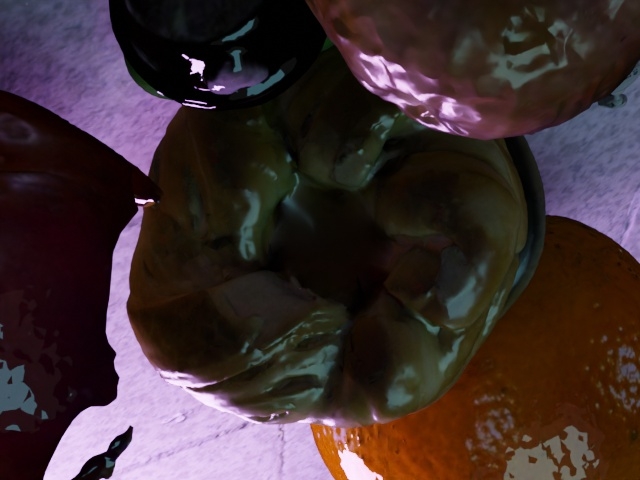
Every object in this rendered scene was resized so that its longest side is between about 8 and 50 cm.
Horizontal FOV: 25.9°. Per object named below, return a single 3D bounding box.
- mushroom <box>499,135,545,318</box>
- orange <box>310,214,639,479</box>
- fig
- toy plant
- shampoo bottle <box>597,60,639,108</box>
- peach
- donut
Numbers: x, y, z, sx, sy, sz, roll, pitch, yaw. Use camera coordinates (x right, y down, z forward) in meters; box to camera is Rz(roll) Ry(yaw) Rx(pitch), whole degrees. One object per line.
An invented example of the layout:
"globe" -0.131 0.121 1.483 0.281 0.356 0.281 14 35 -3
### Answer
"mushroom" 0.098 0.000 1.381 0.292 0.217 0.212 -38 178 6
"orange" 0.189 0.142 1.556 0.424 0.424 0.326 -17 108 -19
"fig" 0.101 -0.209 1.034 0.286 0.286 0.368 -23 -179 -11
"toy plant" -0.065 -0.190 1.098 0.218 0.175 0.235 -24 176 4
"shampoo bottle" 0.318 -0.191 1.498 0.077 0.045 0.152 -31 147 -1
"peach" -0.289 0.060 1.114 0.353 0.339 0.416 5 152 16
"donut" 0.000 0.000 1.229 0.360 0.360 0.170 -37 170 11
